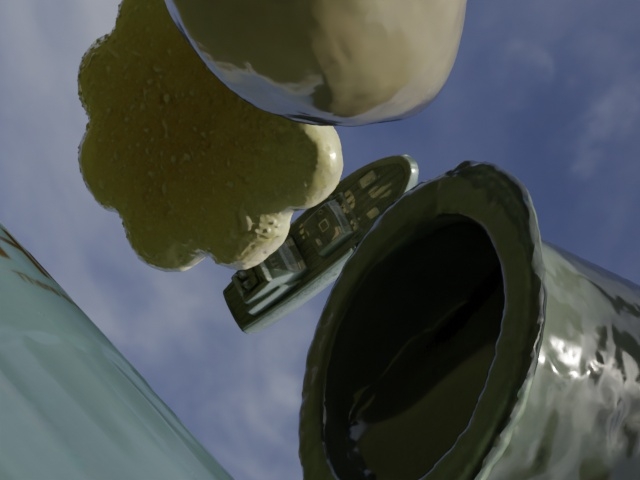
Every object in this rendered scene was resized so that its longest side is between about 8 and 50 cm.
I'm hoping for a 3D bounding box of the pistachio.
[{"bbox_3d":[-0.004,-0.191,0.828,0.207,0.226,0.332,13,-35,32],"label":"pistachio"}]

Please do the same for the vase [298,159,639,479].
[{"bbox_3d":[0.166,0.117,0.912,0.245,0.291,0.245,-44,-147,39],"label":"vase"}]

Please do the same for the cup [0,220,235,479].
[{"bbox_3d":[-0.148,0.174,0.487,0.311,0.256,0.331,39,-55,34],"label":"cup"}]

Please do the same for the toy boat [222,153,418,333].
[{"bbox_3d":[0.000,0.000,1.450,0.260,0.085,0.078,-40,-119,22],"label":"toy boat"}]

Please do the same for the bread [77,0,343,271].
[{"bbox_3d":[-0.118,-0.117,1.360,0.316,0.054,0.316,3,-84,30],"label":"bread"}]
